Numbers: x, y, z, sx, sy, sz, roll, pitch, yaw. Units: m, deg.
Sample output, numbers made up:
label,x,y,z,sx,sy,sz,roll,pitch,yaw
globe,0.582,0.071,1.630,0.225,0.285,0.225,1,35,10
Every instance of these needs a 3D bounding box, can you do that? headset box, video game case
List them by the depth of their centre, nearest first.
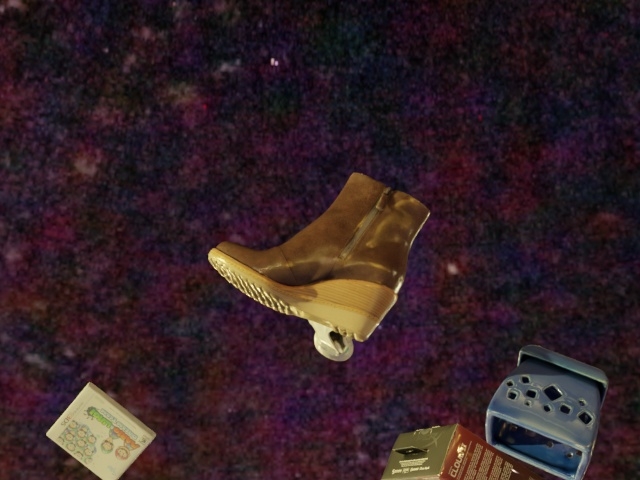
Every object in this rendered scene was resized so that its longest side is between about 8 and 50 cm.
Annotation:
label,x,y,z,sx,sy,sz,roll,pitch,yaw
video game case,-0.406,0.359,1.498,0.157,0.019,0.143,40,107,-5
headset box,0.275,0.462,1.548,0.293,0.110,0.218,34,151,-12

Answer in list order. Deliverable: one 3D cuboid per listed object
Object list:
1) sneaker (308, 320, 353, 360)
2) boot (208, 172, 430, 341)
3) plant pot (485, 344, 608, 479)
label,x,y,z,sx,sy,sz,roll,pitch,yaw
sneaker,0.035,0.215,1.727,0.080,0.094,0.212,-38,141,-9
boot,0.000,0.000,1.077,0.249,0.206,0.090,23,162,7
plant pot,0.523,0.384,1.843,0.236,0.212,0.236,20,152,23
